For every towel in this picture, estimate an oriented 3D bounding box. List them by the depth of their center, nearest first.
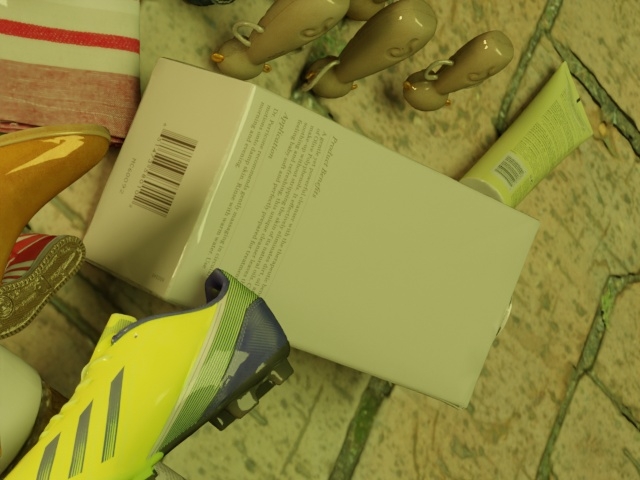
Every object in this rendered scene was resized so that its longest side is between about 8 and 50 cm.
[{"bbox_3d":[-0.242,-0.250,1.401,0.237,0.037,0.329,5,83,-43],"label":"towel"}]

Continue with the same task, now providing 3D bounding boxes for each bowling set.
[{"bbox_3d":[0.034,-0.237,1.607,0.287,0.154,0.200,14,58,-40],"label":"bowling set"}]

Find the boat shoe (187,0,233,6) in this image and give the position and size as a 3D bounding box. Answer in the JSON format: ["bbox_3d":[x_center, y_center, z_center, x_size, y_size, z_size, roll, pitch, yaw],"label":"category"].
[{"bbox_3d":[-0.099,-0.337,1.511,0.095,0.079,0.254,-11,96,-45],"label":"boat shoe"}]

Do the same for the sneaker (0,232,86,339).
[{"bbox_3d":[-0.248,0.036,1.354,0.118,0.067,0.042,-43,122,-28],"label":"sneaker"}]

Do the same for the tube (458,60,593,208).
[{"bbox_3d":[0.225,-0.097,1.807,0.240,0.062,0.070,-44,159,-41],"label":"tube"}]

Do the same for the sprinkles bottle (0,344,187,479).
[{"bbox_3d":[-0.173,0.218,1.362,0.355,0.121,0.121,41,60,-32],"label":"sprinkles bottle"}]

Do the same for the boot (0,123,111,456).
[{"bbox_3d":[-0.257,0.055,1.214,0.295,0.104,0.211,-22,77,-3],"label":"boot"}]

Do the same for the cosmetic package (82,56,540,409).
[{"bbox_3d":[0.000,0.000,1.490,0.365,0.155,0.197,25,88,-40],"label":"cosmetic package"}]

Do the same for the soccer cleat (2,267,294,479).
[{"bbox_3d":[-0.149,0.124,1.262,0.289,0.093,0.121,-35,87,-32],"label":"soccer cleat"}]
